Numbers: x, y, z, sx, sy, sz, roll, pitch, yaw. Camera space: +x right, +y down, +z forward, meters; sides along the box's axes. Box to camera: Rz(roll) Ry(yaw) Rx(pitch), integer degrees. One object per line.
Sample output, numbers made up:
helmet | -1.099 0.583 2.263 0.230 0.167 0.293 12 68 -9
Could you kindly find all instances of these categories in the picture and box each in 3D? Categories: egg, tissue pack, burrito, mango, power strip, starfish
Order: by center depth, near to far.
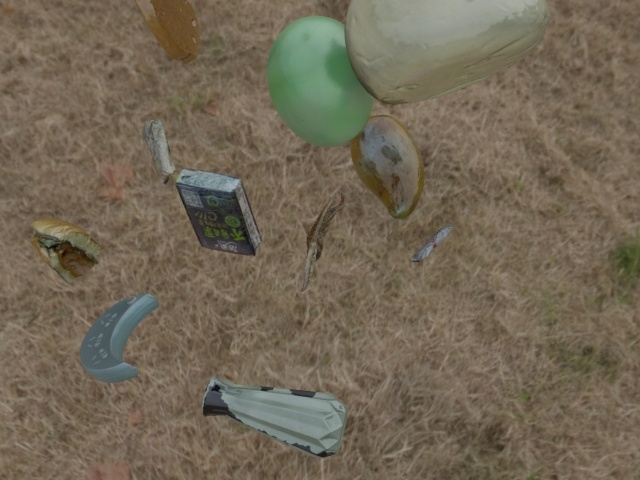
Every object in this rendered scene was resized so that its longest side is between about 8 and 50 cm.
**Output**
egg | 0.002 -0.325 1.312 0.220 0.270 0.220 -11 23 5
starfish | -0.007 -0.004 1.407 0.056 0.213 0.238 23 67 6
power strip | -0.462 0.216 1.441 0.167 0.054 0.253 -17 39 13
burrito | -0.379 -0.214 1.485 0.051 0.042 0.171 -31 62 20
tissue pack | -0.255 -0.068 1.605 0.173 0.236 0.073 9 50 21
mango | 0.195 -0.215 1.810 0.192 0.146 0.317 -28 72 24

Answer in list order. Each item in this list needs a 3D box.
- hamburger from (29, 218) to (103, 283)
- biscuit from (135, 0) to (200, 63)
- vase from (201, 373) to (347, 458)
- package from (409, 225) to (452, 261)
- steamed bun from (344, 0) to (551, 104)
hamburger | -0.690 -0.008 1.667 0.135 0.155 0.207 -41 50 -19
biscuit | -0.407 -0.621 1.640 0.057 0.312 0.351 -17 41 11
vase | -0.116 0.443 1.618 0.359 0.165 0.165 12 60 9
package | 0.217 0.005 1.225 0.110 0.037 0.015 -44 109 -21
steamed bun | 0.199 -0.384 1.062 0.333 0.312 0.233 -18 88 7
